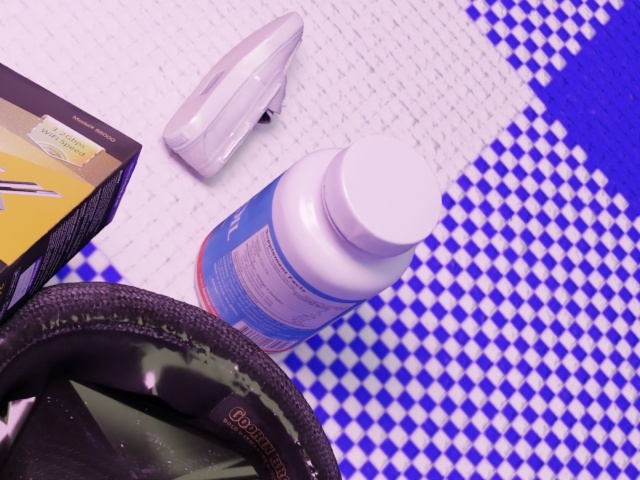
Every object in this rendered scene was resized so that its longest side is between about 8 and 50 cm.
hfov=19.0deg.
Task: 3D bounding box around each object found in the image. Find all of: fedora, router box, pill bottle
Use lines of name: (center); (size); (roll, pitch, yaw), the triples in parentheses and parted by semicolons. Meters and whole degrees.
fedora: (-0.151, 0.196, 1.381); (0.334, 0.152, 0.334); (13, 61, -25)
router box: (-0.314, -0.066, 1.338); (0.309, 0.081, 0.243); (30, 33, 6)
pill bottle: (0.000, 0.000, 1.527); (0.124, 0.221, 0.124); (14, 61, -28)

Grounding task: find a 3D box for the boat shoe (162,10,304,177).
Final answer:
boat shoe: (-0.061, -0.126, 1.650); (0.063, 0.066, 0.184); (52, 48, -20)
